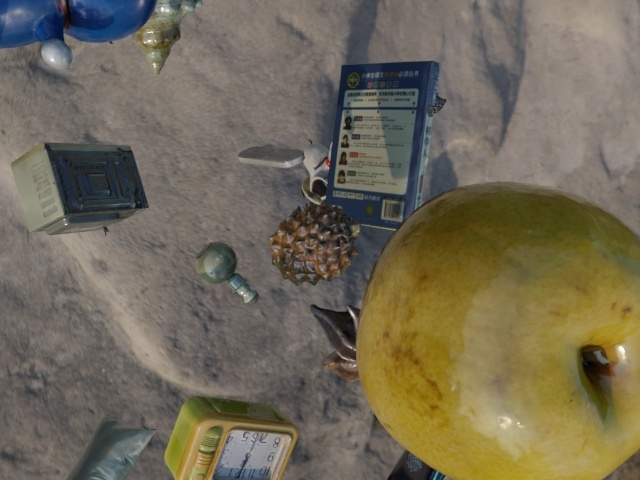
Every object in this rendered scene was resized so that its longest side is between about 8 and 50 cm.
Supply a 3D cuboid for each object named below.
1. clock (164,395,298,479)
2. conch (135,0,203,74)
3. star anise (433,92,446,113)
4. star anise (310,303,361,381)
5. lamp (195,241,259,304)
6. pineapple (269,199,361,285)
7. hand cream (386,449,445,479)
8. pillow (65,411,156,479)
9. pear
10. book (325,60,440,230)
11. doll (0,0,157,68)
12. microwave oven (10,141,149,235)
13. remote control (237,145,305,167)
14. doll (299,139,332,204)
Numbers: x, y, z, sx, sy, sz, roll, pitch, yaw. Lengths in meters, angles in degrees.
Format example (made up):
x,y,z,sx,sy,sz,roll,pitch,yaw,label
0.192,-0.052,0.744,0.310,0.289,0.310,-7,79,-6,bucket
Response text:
x,y,z,sx,sy,sz,roll,pitch,yaw,label
-0.151,0.354,1.124,0.202,0.096,0.144,17,94,-37,clock
-0.344,-0.538,1.325,0.203,0.169,0.386,-1,90,0,conch
0.283,-0.406,1.981,0.212,0.197,0.073,-19,119,-18,star anise
0.140,0.224,1.284,0.292,0.349,0.109,53,46,-34,star anise
-0.194,0.078,1.401,0.091,0.091,0.163,-46,103,-13,lamp
0.000,0.000,1.286,0.166,0.193,0.166,40,39,-44,pineapple
0.196,0.280,0.989,0.061,0.120,0.271,37,80,-16,hand cream
-0.384,0.421,1.119,0.078,0.144,0.254,50,52,-35,pillow
0.179,0.091,0.643,0.314,0.314,0.315,-4,99,-25,pear
0.150,-0.250,1.705,0.039,0.300,0.428,2,97,-50,book
-0.310,-0.289,0.758,0.256,0.161,0.215,-31,80,-32,doll
-0.535,-0.116,1.476,0.240,0.145,0.194,-11,79,-59,microwave oven
-0.135,-0.227,1.762,0.077,0.245,0.022,-37,122,-32,remote control
0.036,-0.206,1.957,0.144,0.271,0.208,-26,106,-30,doll
